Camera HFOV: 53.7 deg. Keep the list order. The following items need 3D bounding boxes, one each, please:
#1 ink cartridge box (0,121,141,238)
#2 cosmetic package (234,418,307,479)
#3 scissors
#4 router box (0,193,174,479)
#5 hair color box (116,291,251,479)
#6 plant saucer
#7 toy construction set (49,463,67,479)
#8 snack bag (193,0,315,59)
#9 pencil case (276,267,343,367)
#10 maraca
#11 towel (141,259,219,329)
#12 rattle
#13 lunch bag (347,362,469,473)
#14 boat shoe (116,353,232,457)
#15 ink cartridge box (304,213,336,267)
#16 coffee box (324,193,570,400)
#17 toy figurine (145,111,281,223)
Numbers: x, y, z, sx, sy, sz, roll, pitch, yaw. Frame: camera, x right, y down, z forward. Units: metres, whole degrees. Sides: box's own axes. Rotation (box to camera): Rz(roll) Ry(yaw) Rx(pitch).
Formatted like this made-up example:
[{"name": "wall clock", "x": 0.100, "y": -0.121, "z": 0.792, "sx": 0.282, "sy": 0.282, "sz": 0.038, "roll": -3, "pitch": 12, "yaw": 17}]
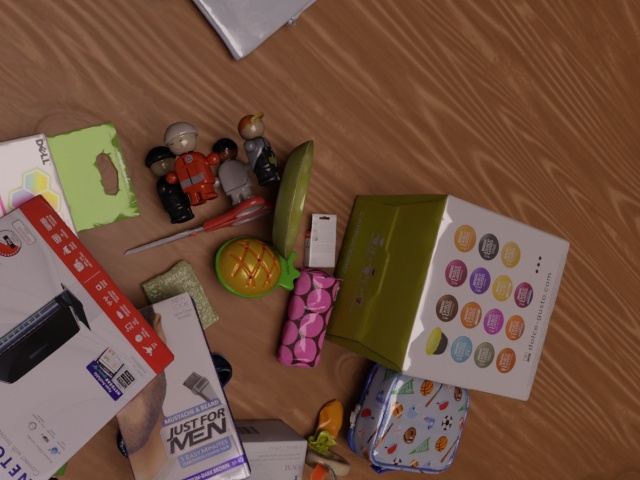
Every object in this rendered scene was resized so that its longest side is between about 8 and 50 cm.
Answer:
[{"name": "ink cartridge box", "x": -0.450, "y": -0.093, "z": 1.086, "sx": 0.255, "sy": 0.097, "sz": 0.189, "roll": -19, "pitch": 103, "yaw": -24}, {"name": "cosmetic package", "x": -0.166, "y": 0.490, "z": 1.264, "sx": 0.223, "sy": 0.138, "sz": 0.225, "roll": 7, "pitch": 92, "yaw": -28}, {"name": "scissors", "x": -0.230, "y": -0.019, "z": 1.241, "sx": 0.296, "sy": 0.109, "sz": 0.021, "roll": -24, "pitch": 81, "yaw": -2}, {"name": "router box", "x": -0.433, "y": 0.151, "z": 0.930, "sx": 0.336, "sy": 0.082, "sz": 0.301, "roll": 53, "pitch": 49, "yaw": -11}, {"name": "hair color box", "x": -0.263, "y": 0.284, "z": 1.119, "sx": 0.185, "sy": 0.110, "sz": 0.339, "roll": -20, "pitch": 77, "yaw": -10}, {"name": "plant saucer", "x": -0.057, "y": -0.081, "z": 1.241, "sx": 0.037, "sy": 0.241, "sz": 0.241, "roll": 12, "pitch": 88, "yaw": 2}, {"name": "toy construction set", "x": -0.540, "y": 0.263, "z": 1.028, "sx": 0.308, "sy": 0.257, "sz": 0.237, "roll": 22, "pitch": 67, "yaw": -15}, {"name": "snack bag", "x": -0.142, "y": -0.567, "z": 1.243, "sx": 0.342, "sy": 0.037, "sz": 0.323, "roll": -47, "pitch": 112, "yaw": -17}, {"name": "pencil case", "x": -0.024, "y": 0.165, "z": 1.335, "sx": 0.098, "sy": 0.095, "sz": 0.210, "roll": 15, "pitch": 90, "yaw": -16}, {"name": "maraca", "x": -0.125, "y": 0.052, "z": 1.268, "sx": 0.185, "sy": 0.099, "sz": 0.127, "roll": -2, "pitch": 76, "yaw": -33}, {"name": "towel", "x": -0.274, "y": 0.124, "z": 1.237, "sx": 0.110, "sy": 0.027, "sz": 0.148, "roll": -32, "pitch": 109, "yaw": -21}, {"name": "rattle", "x": 0.024, "y": 0.425, "z": 1.322, "sx": 0.130, "sy": 0.200, "sz": 0.143, "roll": 39, "pitch": 83, "yaw": 12}, {"name": "lunch bag", "x": 0.200, "y": 0.412, "z": 1.450, "sx": 0.303, "sy": 0.115, "sz": 0.243, "roll": 23, "pitch": 85, "yaw": -36}, {"name": "boat shoe", "x": -0.281, "y": 0.312, "z": 1.213, "sx": 0.258, "sy": 0.089, "sz": 0.109, "roll": -47, "pitch": 113, "yaw": -17}, {"name": "ink cartridge box", "x": 0.000, "y": 0.000, "z": 1.370, "sx": 0.062, "sy": 0.029, "sz": 0.115, "roll": 2, "pitch": 92, "yaw": -28}, {"name": "coffee box", "x": 0.244, "y": 0.107, "z": 1.334, "sx": 0.334, "sy": 0.338, "sz": 0.338, "roll": 18, "pitch": 86, "yaw": -27}, {"name": "toy figurine", "x": -0.197, "y": -0.138, "z": 1.156, "sx": 0.209, "sy": 0.213, "sz": 0.148, "roll": -20, "pitch": 87, "yaw": -28}]
